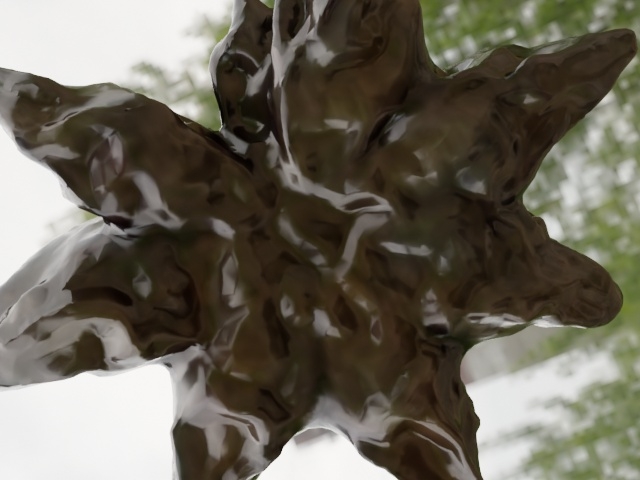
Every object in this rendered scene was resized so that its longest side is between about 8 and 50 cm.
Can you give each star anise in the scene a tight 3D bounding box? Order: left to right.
[{"bbox_3d":[-0.009,-0.016,0.819,0.315,0.315,0.108,62,-171,-12],"label":"star anise"}]
